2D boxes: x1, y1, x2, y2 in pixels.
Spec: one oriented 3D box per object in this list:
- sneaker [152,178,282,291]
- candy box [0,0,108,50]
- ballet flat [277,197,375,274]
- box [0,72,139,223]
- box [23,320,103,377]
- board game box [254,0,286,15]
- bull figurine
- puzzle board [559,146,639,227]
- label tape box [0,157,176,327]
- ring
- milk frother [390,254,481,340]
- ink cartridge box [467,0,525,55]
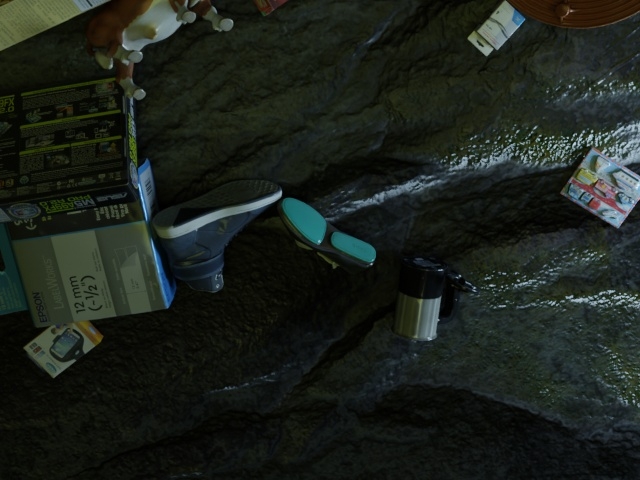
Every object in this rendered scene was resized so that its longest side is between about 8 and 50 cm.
[{"bbox_3d":[-0.164,-0.006,1.497,0.226,0.086,0.163,-21,126,-13],"label":"sneaker"},{"bbox_3d":[-0.385,-0.433,1.297,0.316,0.087,0.183,-23,64,7],"label":"candy box"},{"bbox_3d":[0.000,0.000,1.508,0.203,0.074,0.074,30,105,-15],"label":"ballet flat"},{"bbox_3d":[-0.431,-0.147,1.386,0.270,0.060,0.216,-9,64,1],"label":"box"},{"bbox_3d":[-0.476,0.191,1.583,0.136,0.028,0.081,-38,105,9],"label":"box"},{"bbox_3d":[-0.118,-0.491,1.306,0.027,0.145,0.281,-18,112,41],"label":"board game box"},{"bbox_3d":[-0.240,-0.367,1.341,0.310,0.188,0.101,-37,143,19],"label":"bull figurine"},{"bbox_3d":[0.499,-0.091,1.513,0.128,0.011,0.096,29,106,-10],"label":"puzzle board"},{"bbox_3d":[-0.445,0.013,1.480,0.347,0.115,0.249,-9,108,1],"label":"label tape box"},{"bbox_3d":[0.393,-0.487,1.297,0.336,0.032,0.337,10,117,21],"label":"ring"},{"bbox_3d":[0.200,0.110,1.506,0.129,0.143,0.135,3,106,-9],"label":"milk frother"},{"bbox_3d":[0.287,-0.347,1.416,0.048,0.028,0.083,39,104,-12],"label":"ink cartridge box"}]
